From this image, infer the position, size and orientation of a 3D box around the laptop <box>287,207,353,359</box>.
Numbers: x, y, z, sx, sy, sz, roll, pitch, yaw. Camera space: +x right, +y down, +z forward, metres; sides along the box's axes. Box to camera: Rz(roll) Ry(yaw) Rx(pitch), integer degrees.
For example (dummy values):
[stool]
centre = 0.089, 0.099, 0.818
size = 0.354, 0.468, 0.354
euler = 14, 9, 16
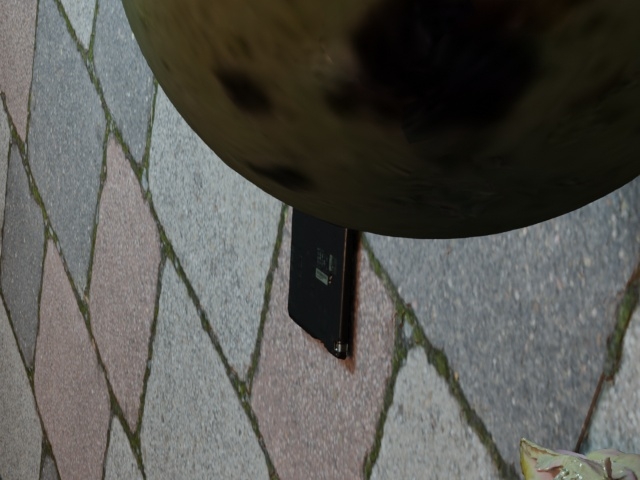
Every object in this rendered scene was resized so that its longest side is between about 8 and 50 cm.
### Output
[laptop]
centre = 0.000, 0.000, 1.444
size = 0.129, 0.016, 0.180
euler = -147, 57, -62

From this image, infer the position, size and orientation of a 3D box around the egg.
[egg]
centre = 0.061, -0.169, 0.830
size = 0.428, 0.345, 0.345
euler = 119, 141, -59

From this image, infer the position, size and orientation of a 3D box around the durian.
[durian]
centre = 0.173, 0.166, 0.975
size = 0.224, 0.078, 0.140
euler = -124, 23, -69
